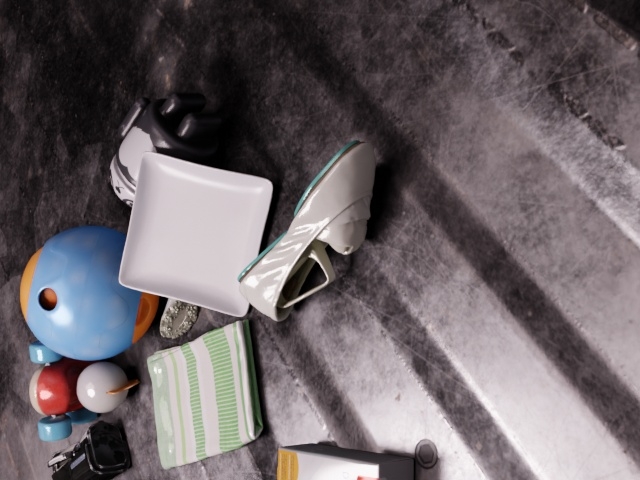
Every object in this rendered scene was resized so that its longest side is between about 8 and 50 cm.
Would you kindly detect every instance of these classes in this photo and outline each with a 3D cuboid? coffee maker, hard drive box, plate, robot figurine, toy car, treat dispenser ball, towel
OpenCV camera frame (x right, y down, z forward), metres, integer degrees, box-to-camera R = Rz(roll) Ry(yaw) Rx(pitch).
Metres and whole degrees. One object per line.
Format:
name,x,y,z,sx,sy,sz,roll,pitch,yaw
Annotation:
coffee maker,-0.512,0.519,1.951,0.178,0.120,0.171,-39,82,37
hard drive box,0.037,0.434,1.405,0.232,0.089,0.181,-6,81,45
plate,-0.243,-0.014,1.705,0.278,0.045,0.277,14,98,11
robot figurine,-0.325,-0.181,1.798,0.278,0.174,0.209,-47,33,30
toy car,-0.504,0.322,1.943,0.238,0.210,0.219,-1,97,17
treat dispenser ball,-0.491,0.111,1.846,0.288,0.288,0.288,-8,79,45
towel,-0.240,0.313,1.741,0.325,0.038,0.247,-25,68,41

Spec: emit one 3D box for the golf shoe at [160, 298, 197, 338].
golf shoe,-0.290,0.121,1.815,0.176,0.069,0.086,-63,27,15

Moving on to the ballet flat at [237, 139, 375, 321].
ballet flat,0.000,0.000,1.495,0.400,0.139,0.139,-49,53,34
